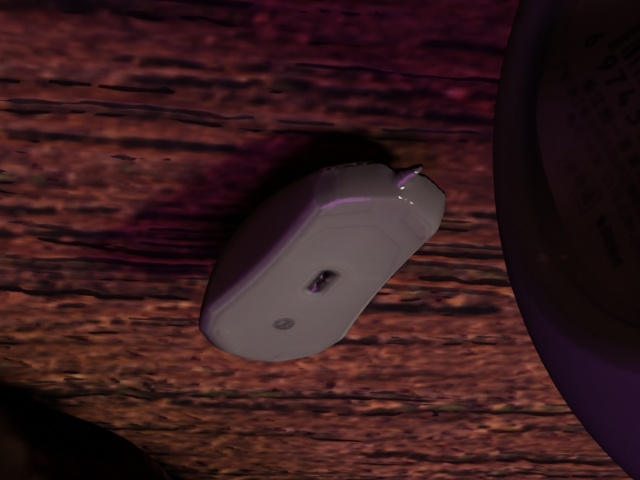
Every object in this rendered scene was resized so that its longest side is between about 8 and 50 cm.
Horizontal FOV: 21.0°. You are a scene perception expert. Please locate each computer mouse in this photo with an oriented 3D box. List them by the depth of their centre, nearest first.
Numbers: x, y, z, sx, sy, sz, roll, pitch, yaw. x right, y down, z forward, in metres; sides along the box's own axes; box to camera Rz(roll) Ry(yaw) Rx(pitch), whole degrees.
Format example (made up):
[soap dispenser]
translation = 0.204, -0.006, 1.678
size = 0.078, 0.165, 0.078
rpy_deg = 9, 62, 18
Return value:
[computer mouse]
translation = 0.000, 0.000, 0.583
size = 0.056, 0.032, 0.110
rpy_deg = 14, 137, -30

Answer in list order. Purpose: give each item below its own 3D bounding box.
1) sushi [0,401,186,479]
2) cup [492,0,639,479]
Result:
[sushi]
translation = -0.139, 0.237, 0.735
size = 0.281, 0.299, 0.294
rpy_deg = 0, 158, 28
[cup]
translation = 0.206, 0.001, 0.419
size = 0.312, 0.205, 0.205
rpy_deg = 18, 146, -32
